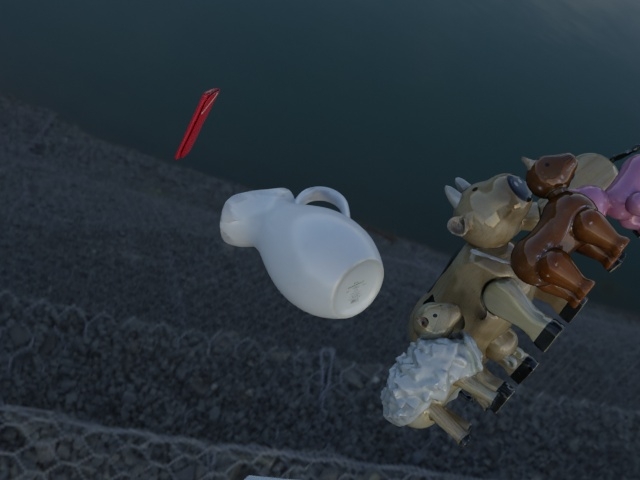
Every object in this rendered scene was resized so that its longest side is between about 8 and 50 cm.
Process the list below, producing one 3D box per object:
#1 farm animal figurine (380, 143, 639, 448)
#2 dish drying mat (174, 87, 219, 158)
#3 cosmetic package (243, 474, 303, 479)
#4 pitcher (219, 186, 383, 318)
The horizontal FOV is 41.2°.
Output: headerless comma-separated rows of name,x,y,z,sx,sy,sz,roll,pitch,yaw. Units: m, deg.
farm animal figurine,0.192,0.016,0.861,0.172,0.327,0.330,39,21,18
dish drying mat,-0.131,-0.123,0.902,0.008,0.083,0.032,33,29,4
cosmetic package,-0.028,0.592,1.457,0.155,0.197,0.365,-39,104,-33
pitcher,0.000,0.000,1.078,0.178,0.125,0.207,-25,43,-30
